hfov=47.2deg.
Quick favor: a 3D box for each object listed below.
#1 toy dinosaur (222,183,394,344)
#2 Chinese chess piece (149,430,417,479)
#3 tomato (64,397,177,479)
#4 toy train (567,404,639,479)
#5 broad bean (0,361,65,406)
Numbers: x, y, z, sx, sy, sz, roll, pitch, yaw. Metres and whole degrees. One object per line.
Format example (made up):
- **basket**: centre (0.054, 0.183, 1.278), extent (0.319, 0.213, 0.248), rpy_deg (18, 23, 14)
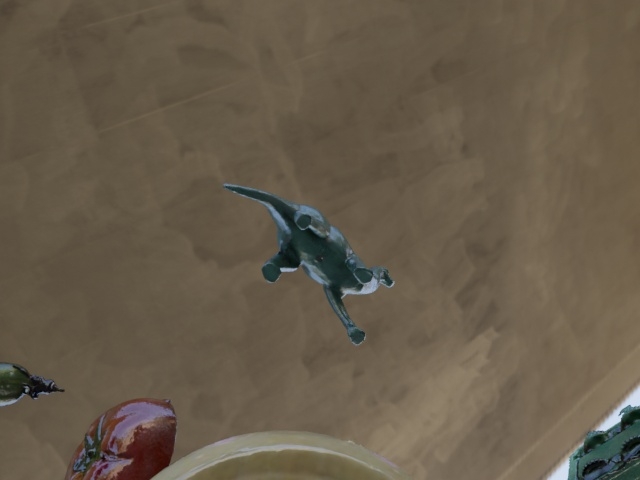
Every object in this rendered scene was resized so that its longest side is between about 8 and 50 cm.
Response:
- **toy dinosaur**: centre (0.000, 0.000, 1.251), extent (0.129, 0.331, 0.383), rpy_deg (-41, -78, 14)
- **Chinese chess piece**: centre (-0.022, 0.234, 0.407), extent (0.251, 0.097, 0.250), rpy_deg (1, -113, -3)
- **tomato**: centre (-0.289, 0.311, 1.011), extent (0.085, 0.225, 0.224), rpy_deg (29, -100, -26)
- **toy train**: centre (0.573, 0.365, 1.217), extent (0.178, 0.330, 0.138), rpy_deg (43, -151, 0)
- **broad bean**: centre (-0.499, 0.188, 0.911), extent (0.339, 0.077, 0.061), rpy_deg (-2, -99, -24)
